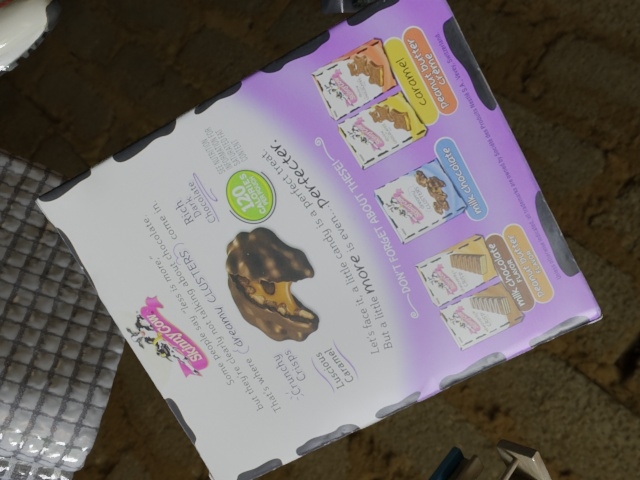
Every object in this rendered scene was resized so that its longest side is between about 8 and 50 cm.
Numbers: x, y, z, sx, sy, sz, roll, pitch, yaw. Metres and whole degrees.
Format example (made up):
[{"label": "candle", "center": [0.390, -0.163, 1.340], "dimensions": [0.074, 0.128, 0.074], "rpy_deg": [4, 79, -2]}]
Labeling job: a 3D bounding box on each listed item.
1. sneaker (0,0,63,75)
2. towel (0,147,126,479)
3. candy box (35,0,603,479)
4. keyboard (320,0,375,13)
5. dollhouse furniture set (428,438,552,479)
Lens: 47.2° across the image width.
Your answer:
[{"label": "sneaker", "center": [-0.212, -0.110, 0.356], "dimensions": [0.057, 0.161, 0.075], "rpy_deg": [-90, -15, -51]}, {"label": "towel", "center": [-0.293, 0.056, 0.645], "dimensions": [0.235, 0.121, 0.284], "rpy_deg": [23, -137, -21]}, {"label": "candy box", "center": [0.000, 0.000, 0.347], "dimensions": [0.165, 0.196, 0.070], "rpy_deg": [61, -170, -10]}, {"label": "keyboard", "center": [0.014, -0.386, 0.712], "dimensions": [0.033, 0.317, 0.201], "rpy_deg": [5, -161, 28]}, {"label": "dollhouse furniture set", "center": [0.106, 0.272, 0.627], "dimensions": [0.129, 0.183, 0.129], "rpy_deg": [6, 132, 50]}]
